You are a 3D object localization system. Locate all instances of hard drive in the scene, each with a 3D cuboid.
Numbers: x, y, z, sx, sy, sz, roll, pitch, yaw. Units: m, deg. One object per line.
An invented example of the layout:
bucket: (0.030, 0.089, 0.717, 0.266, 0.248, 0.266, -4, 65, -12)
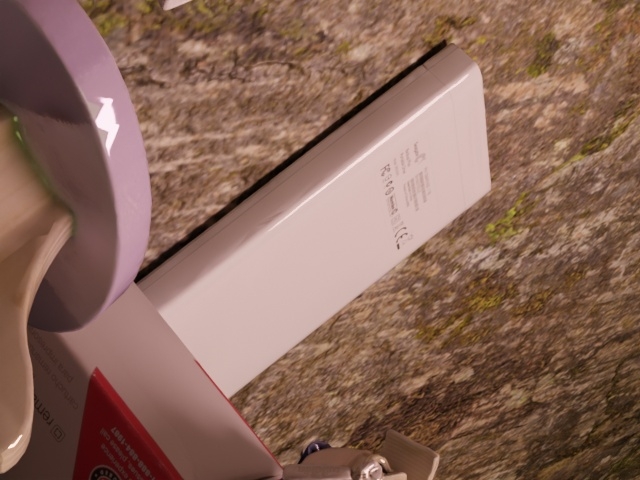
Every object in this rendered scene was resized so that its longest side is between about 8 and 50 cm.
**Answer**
hard drive: (0.000, 0.000, 1.234, 0.353, 0.047, 0.233, -38, 155, -10)

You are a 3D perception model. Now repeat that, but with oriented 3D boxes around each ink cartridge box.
ink cartridge box: (-0.203, 0.207, 1.058, 0.306, 0.226, 0.131, -53, 154, 20)

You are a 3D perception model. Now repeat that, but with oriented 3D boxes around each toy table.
toy table: (-0.203, -0.007, 0.727, 0.161, 0.252, 0.274, -44, 152, -35)

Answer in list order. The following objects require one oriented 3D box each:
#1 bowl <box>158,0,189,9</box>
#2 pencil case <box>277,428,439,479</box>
bowl: (-0.035, -0.197, 0.813, 0.142, 0.053, 0.142, -30, -177, -24)
pencil case: (-0.092, 0.239, 0.820, 0.410, 0.160, 0.184, -13, 115, -47)
